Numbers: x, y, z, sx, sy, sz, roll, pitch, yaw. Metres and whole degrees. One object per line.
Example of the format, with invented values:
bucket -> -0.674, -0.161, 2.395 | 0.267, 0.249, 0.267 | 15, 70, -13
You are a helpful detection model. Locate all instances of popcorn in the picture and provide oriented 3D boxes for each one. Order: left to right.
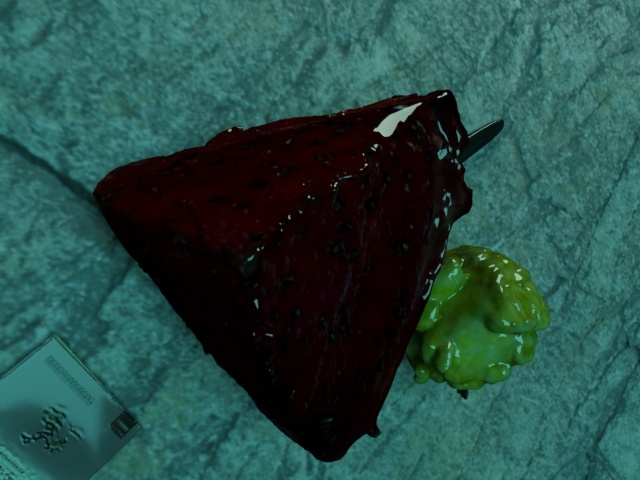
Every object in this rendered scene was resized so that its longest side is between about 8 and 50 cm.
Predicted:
popcorn -> 0.160, 0.089, 0.636 | 0.173, 0.173, 0.142 | -37, 140, -21

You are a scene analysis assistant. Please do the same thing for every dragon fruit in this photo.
dragon fruit -> -0.008, -0.002, 0.582 | 0.329, 0.227, 0.286 | -47, 132, -31

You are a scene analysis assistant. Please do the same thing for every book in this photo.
book -> -0.267, 0.188, 0.506 | 0.181, 0.014, 0.127 | -42, 108, -19

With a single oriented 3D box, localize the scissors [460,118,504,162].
scissors -> 0.156, -0.097, 0.713 | 0.220, 0.017, 0.088 | -34, 105, -23
